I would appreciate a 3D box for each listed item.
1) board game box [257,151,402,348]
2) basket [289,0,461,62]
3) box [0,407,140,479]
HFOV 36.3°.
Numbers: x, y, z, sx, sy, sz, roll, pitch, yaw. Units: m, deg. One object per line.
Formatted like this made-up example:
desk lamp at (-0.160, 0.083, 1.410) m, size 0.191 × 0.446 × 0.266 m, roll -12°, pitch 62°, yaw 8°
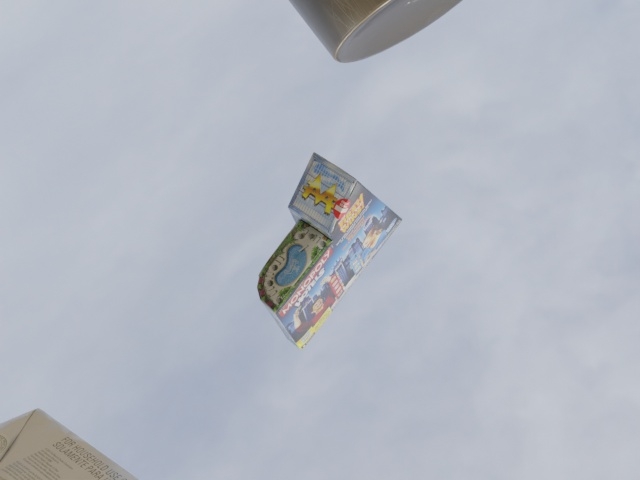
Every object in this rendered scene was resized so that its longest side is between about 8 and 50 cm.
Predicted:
board game box at (0.000, 0.000, 1.033) m, size 0.060 × 0.194 × 0.194 m, roll 34°, pitch -103°, yaw 21°
basket at (0.007, -0.252, 0.677) m, size 0.154 × 0.227 × 0.204 m, roll -25°, pitch 174°, yaw -43°
box at (-0.113, 0.248, 0.471) m, size 0.087 × 0.290 × 0.169 m, roll -21°, pitch -156°, yaw -38°
